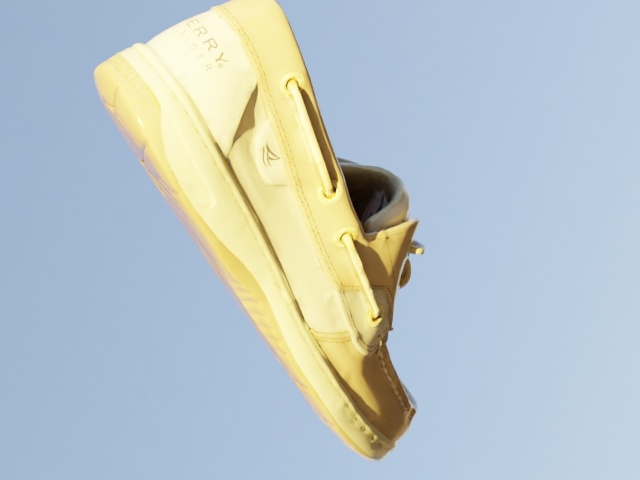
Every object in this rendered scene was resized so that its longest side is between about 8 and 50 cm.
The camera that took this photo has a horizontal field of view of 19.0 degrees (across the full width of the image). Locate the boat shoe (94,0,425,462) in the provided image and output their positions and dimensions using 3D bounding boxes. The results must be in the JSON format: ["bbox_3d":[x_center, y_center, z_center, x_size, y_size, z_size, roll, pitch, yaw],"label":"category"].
[{"bbox_3d":[0.000,0.000,0.539,0.059,0.063,0.170,-36,-44,-5],"label":"boat shoe"}]
